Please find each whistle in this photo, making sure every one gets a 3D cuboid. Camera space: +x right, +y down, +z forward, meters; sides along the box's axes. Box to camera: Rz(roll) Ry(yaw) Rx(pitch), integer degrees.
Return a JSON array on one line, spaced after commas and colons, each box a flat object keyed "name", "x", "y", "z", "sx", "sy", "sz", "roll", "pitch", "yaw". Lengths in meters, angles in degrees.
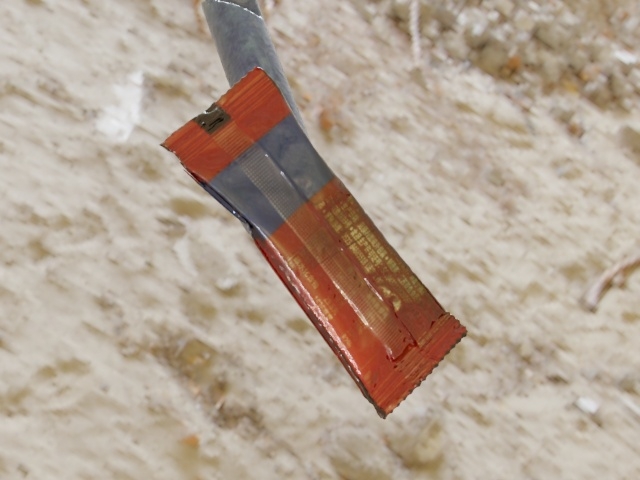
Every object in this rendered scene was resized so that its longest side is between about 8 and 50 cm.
[{"name": "whistle", "x": -0.054, "y": -0.136, "z": 1.267, "sx": 0.062, "sy": 0.062, "sz": 0.304, "roll": 11, "pitch": 47, "yaw": -41}]

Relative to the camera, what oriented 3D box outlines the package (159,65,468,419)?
[{"name": "package", "x": 0.000, "y": 0.000, "z": 0.718, "sx": 0.083, "sy": 0.022, "sz": 0.200, "roll": -43, "pitch": 98, "yaw": -33}]
